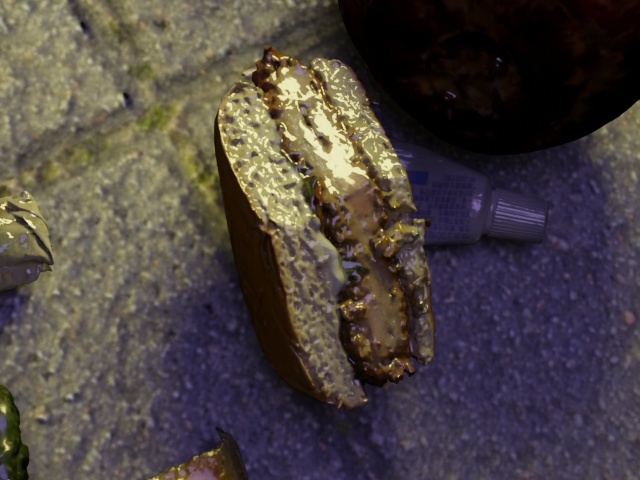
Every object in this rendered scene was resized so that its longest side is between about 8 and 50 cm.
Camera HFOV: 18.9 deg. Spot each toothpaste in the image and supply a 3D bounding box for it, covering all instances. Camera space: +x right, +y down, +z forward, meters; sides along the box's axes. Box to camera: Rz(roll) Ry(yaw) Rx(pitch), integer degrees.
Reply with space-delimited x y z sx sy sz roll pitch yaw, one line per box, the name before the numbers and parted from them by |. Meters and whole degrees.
toothpaste | 0.074 -0.042 1.809 0.283 0.068 0.099 11 42 0

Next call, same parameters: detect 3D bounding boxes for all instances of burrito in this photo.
burrito | -0.371 0.031 1.683 0.275 0.059 0.082 -18 73 -17

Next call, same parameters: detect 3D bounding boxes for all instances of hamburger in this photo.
hamburger | 0.000 0.000 1.705 0.155 0.245 0.282 -16 51 -22

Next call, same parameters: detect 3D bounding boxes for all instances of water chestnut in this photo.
water chestnut | 0.179 -0.256 1.763 0.350 0.350 0.302 33 48 -2

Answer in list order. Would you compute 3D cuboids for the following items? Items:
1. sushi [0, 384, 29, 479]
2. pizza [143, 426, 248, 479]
sushi | -0.418 0.201 1.537 0.294 0.178 0.352 41 73 -11
pizza | -0.159 0.290 1.659 0.197 0.058 0.292 20 70 -6
